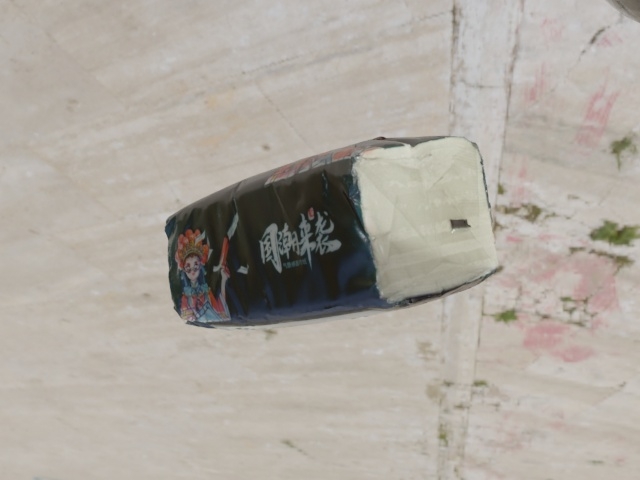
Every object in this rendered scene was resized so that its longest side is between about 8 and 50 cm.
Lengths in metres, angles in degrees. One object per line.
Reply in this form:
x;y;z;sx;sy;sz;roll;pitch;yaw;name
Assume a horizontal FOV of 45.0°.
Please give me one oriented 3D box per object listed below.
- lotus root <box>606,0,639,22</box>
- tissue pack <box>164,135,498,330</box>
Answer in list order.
0.368;-0.341;0.887;0.140;0.322;0.158;-24;125;0;lotus root
-0.001;0.000;0.431;0.103;0.090;0.170;-9;176;-44;tissue pack
